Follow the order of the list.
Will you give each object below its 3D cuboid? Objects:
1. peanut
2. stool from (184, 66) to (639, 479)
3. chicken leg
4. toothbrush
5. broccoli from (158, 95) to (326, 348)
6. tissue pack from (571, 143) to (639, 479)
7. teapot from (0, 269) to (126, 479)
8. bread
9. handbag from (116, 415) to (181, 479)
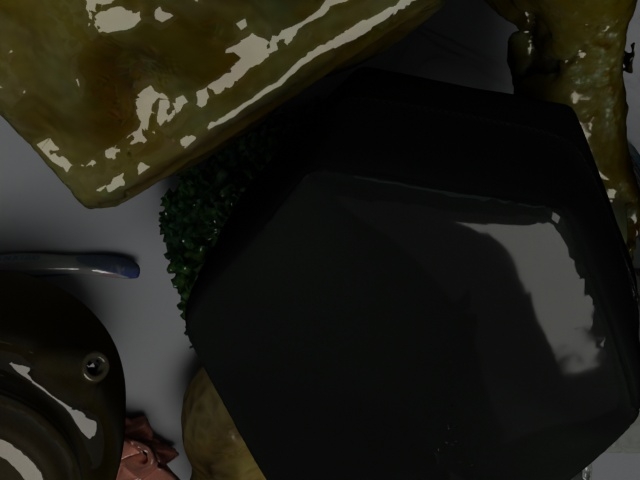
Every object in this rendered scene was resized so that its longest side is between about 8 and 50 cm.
[{"bbox_3d":[-0.056,0.160,1.014,0.103,0.098,0.229,-43,149,-38],"label":"peanut"},{"bbox_3d":[0.054,0.031,0.671,0.232,0.141,0.232,6,123,10],"label":"stool"},{"bbox_3d":[0.127,-0.154,0.696,0.152,0.201,0.429,7,121,26],"label":"chicken leg"},{"bbox_3d":[-0.258,0.024,0.879,0.269,0.021,0.027,-2,137,-16],"label":"toothbrush"},{"bbox_3d":[0.000,0.000,0.875,0.220,0.194,0.194,-50,130,-2],"label":"broccoli"},{"bbox_3d":[0.169,0.049,0.888,0.159,0.229,0.145,2,132,-19],"label":"tissue pack"},{"bbox_3d":[-0.231,0.142,0.828,0.267,0.175,0.185,-41,109,14],"label":"teapot"},{"bbox_3d":[-0.073,-0.147,0.672,0.252,0.238,0.196,-28,95,4],"label":"bread"},{"bbox_3d":[-0.222,0.167,0.993,0.157,0.059,0.212,-32,131,13],"label":"handbag"}]
